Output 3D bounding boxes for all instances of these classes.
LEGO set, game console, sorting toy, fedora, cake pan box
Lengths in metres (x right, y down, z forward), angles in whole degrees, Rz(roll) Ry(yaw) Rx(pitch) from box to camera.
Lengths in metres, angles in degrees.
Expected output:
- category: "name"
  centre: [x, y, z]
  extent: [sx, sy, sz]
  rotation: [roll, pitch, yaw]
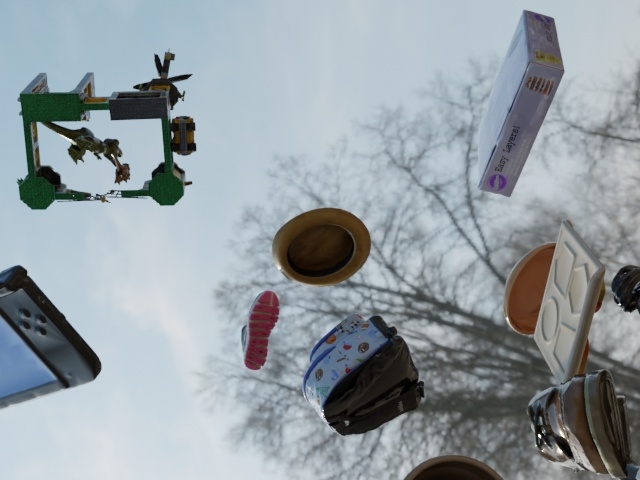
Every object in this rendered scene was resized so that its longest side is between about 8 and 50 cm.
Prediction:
- category: "LEGO set"
  centre: [-0.374, -0.185, 1.624]
  extent: [0.192, 0.331, 0.255]
  rotation: [-101, 2, -67]
- category: "game console"
  centre: [-0.459, 0.150, 1.099]
  extent: [0.250, 0.293, 0.173]
  rotation: [56, -146, -23]
- category: "sorting toy"
  centre: [0.348, 0.092, 1.287]
  extent: [0.208, 0.038, 0.193]
  rotation: [-83, 2, -69]
- category: "fedora"
  centre: [0.000, 0.000, 1.780]
  extent: [0.079, 0.194, 0.194]
  rotation: [-93, -1, -55]
- category: "cake pan box"
  centre: [0.344, -0.240, 1.638]
  extent: [0.246, 0.070, 0.267]
  rotation: [-72, -1, -57]

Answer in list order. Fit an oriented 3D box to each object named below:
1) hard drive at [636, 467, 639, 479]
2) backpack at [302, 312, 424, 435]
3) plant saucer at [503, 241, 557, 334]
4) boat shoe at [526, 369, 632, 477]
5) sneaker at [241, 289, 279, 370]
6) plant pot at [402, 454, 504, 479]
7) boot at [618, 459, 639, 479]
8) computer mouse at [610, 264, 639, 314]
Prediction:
- category: "hard drive"
  centre: [0.584, 0.329, 1.113]
  extent: [0.233, 0.353, 0.047]
  rotation: [-14, -52, -52]
- category: "backpack"
  centre: [0.084, 0.327, 2.239]
  extent: [0.263, 0.213, 0.276]
  rotation: [-41, -47, -15]
- category: "plant saucer"
  centre: [0.436, 0.093, 1.859]
  extent: [0.200, 0.037, 0.200]
  rotation: [-16, -60, -30]
- category: "boat shoe"
  centre: [0.285, 0.214, 1.037]
  extent: [0.307, 0.104, 0.111]
  rotation: [41, -134, -62]
- category: "sneaker"
  centre: [-0.130, 0.178, 1.918]
  extent: [0.063, 0.075, 0.170]
  rotation: [8, -77, -19]
- category: "plant pot"
  centre: [0.247, 0.582, 1.886]
  extent: [0.263, 0.263, 0.229]
  rotation: [-62, -2, -23]
- category: "boot"
  centre: [0.652, 0.448, 1.794]
  extent: [0.082, 0.219, 0.106]
  rotation: [13, -75, -26]
- category: "computer mouse"
  centre: [0.460, 0.148, 1.155]
  extent: [0.188, 0.072, 0.272]
  rotation: [-17, -101, -32]
